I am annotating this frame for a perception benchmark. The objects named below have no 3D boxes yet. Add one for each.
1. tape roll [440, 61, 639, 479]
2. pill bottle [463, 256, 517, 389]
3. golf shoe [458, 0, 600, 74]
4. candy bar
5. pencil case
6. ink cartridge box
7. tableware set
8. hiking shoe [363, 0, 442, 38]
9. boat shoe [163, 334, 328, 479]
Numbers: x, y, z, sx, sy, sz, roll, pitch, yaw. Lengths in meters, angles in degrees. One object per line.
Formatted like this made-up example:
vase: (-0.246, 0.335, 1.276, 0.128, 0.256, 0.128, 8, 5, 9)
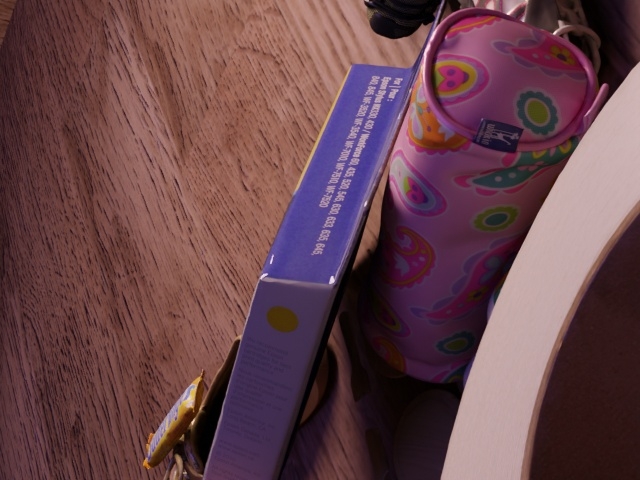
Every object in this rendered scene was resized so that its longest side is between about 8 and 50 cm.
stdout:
tape roll: (0.158, 0.064, 0.542, 0.392, 0.072, 0.392, -159, 90, -76)
pill bottle: (0.174, 0.033, 0.884, 0.208, 0.117, 0.118, -59, 32, 34)
golf shoe: (0.157, -0.163, 1.046, 0.120, 0.105, 0.273, 13, 97, 48)
candy bar: (-0.137, 0.173, 1.373, 0.161, 0.018, 0.040, 128, 157, -52)
pencil case: (0.100, -0.020, 0.963, 0.284, 0.124, 0.124, 103, 162, -52)
ink cartridge box: (0.000, 0.000, 1.109, 0.304, 0.072, 0.307, -68, -5, -52)
tableware set: (0.083, 0.112, 1.122, 0.128, 0.039, 0.194, -40, 49, 38)
hiking shoe: (0.084, -0.215, 1.178, 0.227, 0.086, 0.114, -99, 23, -77)
boat shoe: (-0.091, 0.172, 1.378, 0.285, 0.089, 0.105, -56, 35, 38)
